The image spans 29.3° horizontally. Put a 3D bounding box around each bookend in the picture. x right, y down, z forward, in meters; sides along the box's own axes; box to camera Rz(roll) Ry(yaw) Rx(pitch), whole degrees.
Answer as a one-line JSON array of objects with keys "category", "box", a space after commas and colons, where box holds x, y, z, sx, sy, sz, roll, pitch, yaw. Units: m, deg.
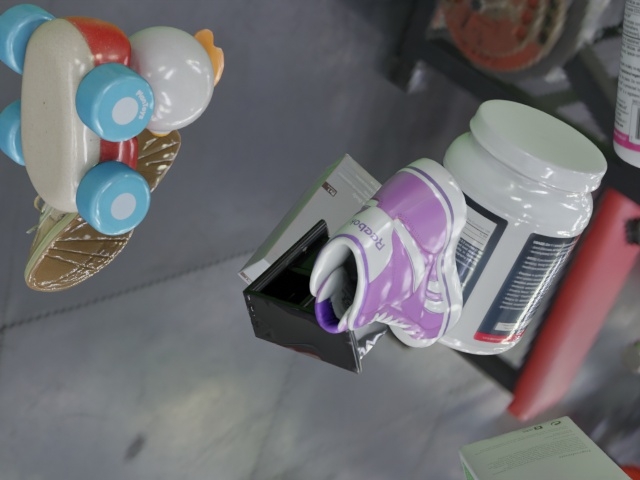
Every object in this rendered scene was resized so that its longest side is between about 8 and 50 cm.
[{"category": "bookend", "box": [0.021, 0.062, 1.431, 0.156, 0.157, 0.072, -42, 134, -35]}]

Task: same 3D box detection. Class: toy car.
[{"category": "toy car", "box": [-0.197, -0.148, 1.322, 0.238, 0.219, 0.210, -17, 127, -36]}]

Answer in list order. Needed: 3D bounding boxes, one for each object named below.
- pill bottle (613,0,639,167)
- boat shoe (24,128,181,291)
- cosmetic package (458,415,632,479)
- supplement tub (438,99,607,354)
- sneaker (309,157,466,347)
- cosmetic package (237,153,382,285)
[{"category": "pill bottle", "box": [0.372, -0.214, 1.172, 0.160, 0.160, 0.283, -17, 115, -44]}, {"category": "boat shoe", "box": [-0.273, -0.055, 1.485, 0.105, 0.089, 0.285, 15, 122, -50]}, {"category": "cosmetic package", "box": [0.279, 0.346, 1.340, 0.155, 0.197, 0.365, -15, -172, -2]}, {"category": "supplement tub", "box": [0.214, -0.014, 1.504, 0.191, 0.191, 0.272, -11, 134, -48]}, {"category": "sneaker", "box": [0.054, 0.049, 1.207, 0.161, 0.102, 0.282, -40, 151, -20]}, {"category": "cosmetic package", "box": [0.000, 0.000, 1.836, 0.238, 0.127, 0.107, -55, -168, -32]}]
